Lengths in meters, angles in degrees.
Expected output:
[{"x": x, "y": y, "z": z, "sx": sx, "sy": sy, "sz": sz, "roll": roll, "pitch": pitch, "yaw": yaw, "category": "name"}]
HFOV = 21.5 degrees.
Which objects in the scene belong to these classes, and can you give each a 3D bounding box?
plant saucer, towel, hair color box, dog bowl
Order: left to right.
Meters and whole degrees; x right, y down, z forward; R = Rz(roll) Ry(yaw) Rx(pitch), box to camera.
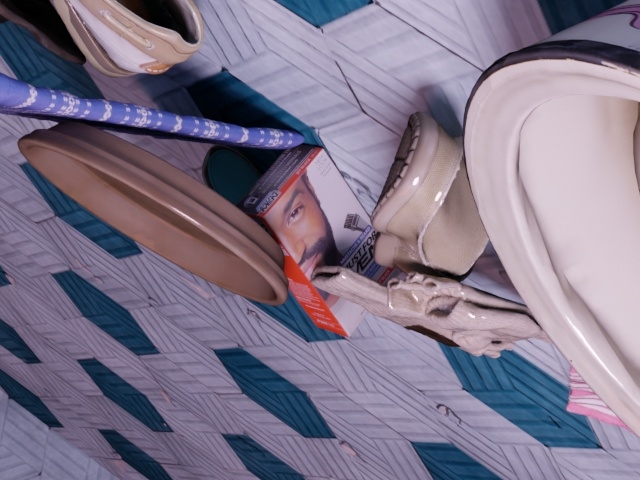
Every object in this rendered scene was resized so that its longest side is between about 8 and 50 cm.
[{"x": -0.216, "y": -0.125, "z": 1.530, "sx": 0.336, "sy": 0.040, "sz": 0.243, "roll": 7, "pitch": -178, "yaw": -40, "category": "towel"}, {"x": -0.143, "y": -0.028, "z": 1.513, "sx": 0.278, "sy": 0.041, "sz": 0.278, "roll": 28, "pitch": 169, "yaw": 6, "category": "plant saucer"}, {"x": 0.000, "y": 0.000, "z": 1.584, "sx": 0.053, "sy": 0.093, "sz": 0.167, "roll": 13, "pitch": 147, "yaw": 49, "category": "hair color box"}, {"x": 0.276, "y": 0.150, "z": 1.440, "sx": 0.144, "sy": 0.029, "sz": 0.197, "roll": 29, "pitch": 171, "yaw": 14, "category": "towel"}, {"x": 0.281, "y": 0.011, "z": 1.001, "sx": 0.408, "sy": 0.150, "sz": 0.408, "roll": 43, "pitch": 161, "yaw": 18, "category": "dog bowl"}]

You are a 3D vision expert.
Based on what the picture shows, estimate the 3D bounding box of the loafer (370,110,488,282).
[{"x": 0.098, "y": -0.028, "z": 1.370, "sx": 0.092, "sy": 0.102, "sz": 0.268, "roll": 20, "pitch": 170, "yaw": 6, "category": "loafer"}]

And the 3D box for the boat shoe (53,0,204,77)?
[{"x": -0.200, "y": -0.266, "z": 1.389, "sx": 0.103, "sy": 0.113, "sz": 0.302, "roll": -2, "pitch": 137, "yaw": 43, "category": "boat shoe"}]

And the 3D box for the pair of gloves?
[{"x": 0.121, "y": 0.070, "z": 1.484, "sx": 0.204, "sy": 0.042, "sz": 0.240, "roll": 20, "pitch": 171, "yaw": -28, "category": "pair of gloves"}]

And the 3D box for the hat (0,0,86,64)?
[{"x": -0.351, "y": -0.245, "z": 1.471, "sx": 0.331, "sy": 0.134, "sz": 0.331, "roll": 54, "pitch": -179, "yaw": -2, "category": "hat"}]

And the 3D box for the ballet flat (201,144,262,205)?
[{"x": -0.066, "y": -0.029, "z": 1.693, "sx": 0.168, "sy": 0.057, "sz": 0.052, "roll": 49, "pitch": 167, "yaw": -21, "category": "ballet flat"}]
